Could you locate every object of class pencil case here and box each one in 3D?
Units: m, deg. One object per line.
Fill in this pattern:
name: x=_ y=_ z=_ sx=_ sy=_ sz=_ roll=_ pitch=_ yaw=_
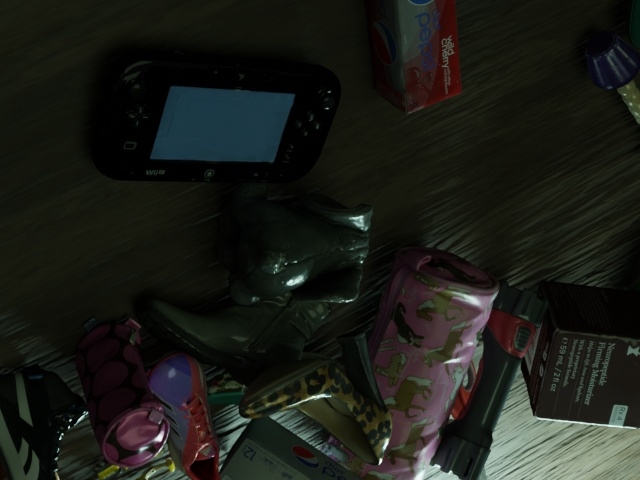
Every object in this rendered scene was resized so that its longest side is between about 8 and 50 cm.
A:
pencil case: x=-0.243 y=0.183 z=1.536 sx=0.098 sy=0.209 sz=0.095 roll=-38 pitch=126 yaw=3
pencil case: x=0.128 y=0.195 z=1.839 sx=0.167 sy=0.160 sz=0.386 roll=-19 pitch=133 yaw=-65

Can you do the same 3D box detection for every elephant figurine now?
elephant figurine: x=0.000 y=0.000 z=1.613 sx=0.239 sy=0.186 sz=0.169 roll=-1 pitch=144 yaw=-22

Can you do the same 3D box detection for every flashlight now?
flashlight: x=0.251 y=0.214 z=1.925 sx=0.304 sy=0.103 sz=0.103 roll=-67 pitch=166 yaw=-4

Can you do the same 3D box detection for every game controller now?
game controller: x=-0.123 y=-0.146 z=1.524 sx=0.319 sy=0.067 sz=0.167 roll=-1 pitch=116 yaw=-34

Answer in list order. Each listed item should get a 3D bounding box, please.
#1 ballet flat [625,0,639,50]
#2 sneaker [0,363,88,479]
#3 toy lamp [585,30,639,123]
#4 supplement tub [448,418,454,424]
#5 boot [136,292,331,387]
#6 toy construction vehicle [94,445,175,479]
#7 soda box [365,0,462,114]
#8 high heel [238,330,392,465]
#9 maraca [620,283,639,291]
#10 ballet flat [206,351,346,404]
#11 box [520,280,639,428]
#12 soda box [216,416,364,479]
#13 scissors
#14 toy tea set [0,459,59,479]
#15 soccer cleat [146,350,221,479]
ballet flat: x=0.502 y=-0.426 z=1.788 sx=0.106 sy=0.107 sz=0.316 roll=-27 pitch=133 yaw=-46
sneaker: x=-0.330 y=0.255 z=1.535 sx=0.121 sy=0.079 sz=0.217 roll=-20 pitch=84 yaw=-21
toy lamp: x=0.474 y=-0.216 z=1.895 sx=0.080 sy=0.080 sz=0.274 roll=-48 pitch=135 yaw=-2
supplement tub: x=0.173 y=0.315 z=1.995 sx=0.107 sy=0.071 sz=0.071 roll=14 pitch=107 yaw=-38
boot: x=-0.113 y=0.093 z=1.667 sx=0.246 sy=0.083 sz=0.161 roll=31 pitch=72 yaw=-22
toy construction vehicle: x=-0.256 y=0.312 z=1.723 sx=0.098 sy=0.035 sz=0.086 roll=-32 pitch=122 yaw=-14
soda box: x=0.114 y=-0.301 z=1.587 sx=0.092 sy=0.083 sz=0.263 roll=-23 pitch=128 yaw=-21
high heel: x=0.001 y=0.241 z=1.629 sx=0.261 sy=0.093 sz=0.186 roll=-21 pitch=100 yaw=-48
maraca: x=0.527 y=0.167 z=2.142 sx=0.127 sy=0.099 sz=0.186 roll=-8 pitch=103 yaw=-43
ballet flat: x=-0.051 y=0.194 z=1.758 sx=0.240 sy=0.077 sz=0.091 roll=4 pitch=157 yaw=-15
box: x=0.441 y=0.181 z=1.990 sx=0.203 sy=0.167 sz=0.169 roll=6 pitch=115 yaw=-2
soda box: x=-0.002 y=0.368 z=1.775 sx=0.286 sy=0.098 sz=0.091 roll=34 pitch=108 yaw=-3
scissors: x=0.244 y=0.295 z=1.995 sx=0.109 sy=0.021 sz=0.297 roll=-42 pitch=114 yaw=-32
toy tea set: x=-0.339 y=0.419 z=1.661 sx=0.200 sy=0.124 sz=0.336 roll=-45 pitch=132 yaw=-5
soccer cleat: x=-0.172 y=0.239 z=1.660 sx=0.083 sy=0.095 sz=0.248 roll=-28 pitch=145 yaw=-21
